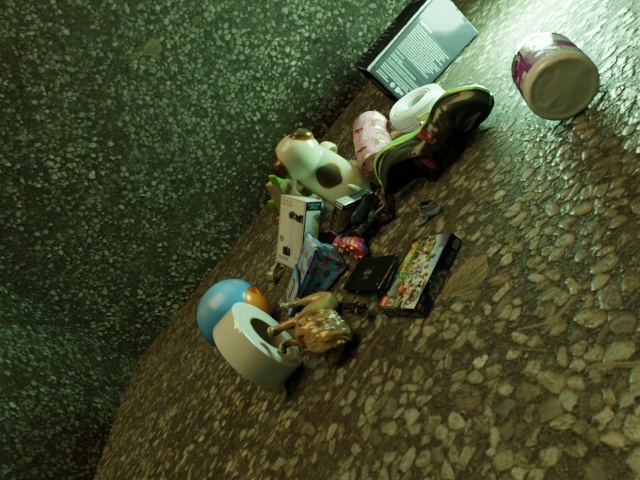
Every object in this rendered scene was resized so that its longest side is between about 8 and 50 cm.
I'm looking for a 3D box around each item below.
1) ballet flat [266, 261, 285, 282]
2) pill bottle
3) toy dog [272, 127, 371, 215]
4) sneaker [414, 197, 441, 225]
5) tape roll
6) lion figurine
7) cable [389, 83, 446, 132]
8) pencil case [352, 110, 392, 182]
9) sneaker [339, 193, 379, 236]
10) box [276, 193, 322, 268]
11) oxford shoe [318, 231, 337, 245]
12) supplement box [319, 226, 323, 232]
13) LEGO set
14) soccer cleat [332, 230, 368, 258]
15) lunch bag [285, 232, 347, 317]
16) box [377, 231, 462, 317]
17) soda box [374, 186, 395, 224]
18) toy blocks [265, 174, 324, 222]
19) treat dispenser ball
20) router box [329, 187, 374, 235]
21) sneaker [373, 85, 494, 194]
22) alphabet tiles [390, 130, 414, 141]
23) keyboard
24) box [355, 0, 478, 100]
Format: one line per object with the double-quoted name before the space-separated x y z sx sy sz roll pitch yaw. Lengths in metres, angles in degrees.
"ballet flat" -0.182 0.113 2.231 0.068 0.072 0.213 9 58 38
"pill bottle" 0.602 -0.449 1.236 0.169 0.169 0.301 -40 20 32
"toy dog" -0.011 -0.281 1.967 0.284 0.408 0.395 -54 16 16
"sneaker" 0.307 -0.092 1.413 0.098 0.069 0.038 -41 20 28
"tape roll" -0.193 0.326 1.465 0.100 0.286 0.286 -49 18 7
"lion figurine" -0.012 0.232 1.437 0.240 0.142 0.392 -22 20 15
"cable" 0.419 -0.570 2.006 0.257 0.089 0.257 -24 29 35
"pencil case" 0.231 -0.396 1.962 0.167 0.160 0.386 -36 32 27
"sneaker" 0.139 -0.091 1.656 0.170 0.051 0.089 -47 -7 -25
"box" -0.091 -0.036 1.913 0.169 0.087 0.289 21 110 46
"oxford shoe" 0.000 0.000 1.937 0.227 0.096 0.082 -35 22 37
"supplement box" -0.094 0.011 2.156 0.233 0.078 0.080 -51 32 3
"LEGO set" 0.463 -0.488 1.750 0.287 0.107 0.132 -36 23 38
"soccer cleat" 0.118 0.004 1.676 0.095 0.083 0.248 -49 15 -8
"lunch bag" -0.048 0.151 1.756 0.293 0.138 0.221 -61 17 10
"box" 0.256 0.091 1.218 0.233 0.044 0.159 -58 19 -22
"soda box" 0.231 -0.129 1.685 0.053 0.060 0.168 -40 20 27
"toy blocks" -0.095 -0.223 2.265 0.191 0.381 0.261 6 44 42
"treat dispenser ball" -0.349 0.299 1.878 0.288 0.288 0.288 -44 19 20
"router box" 0.116 -0.106 1.712 0.179 0.046 0.133 -25 -41 -41
"sneaker" 0.385 -0.316 1.568 0.483 0.185 0.202 -41 38 39
"alphabet tiles" 0.320 -0.414 2.086 0.278 0.021 0.284 -33 25 41
"keyboard" 0.132 0.135 1.392 0.201 0.033 0.317 -57 9 -12
"box" 0.463 -0.973 2.391 0.471 0.297 0.480 -48 18 15
